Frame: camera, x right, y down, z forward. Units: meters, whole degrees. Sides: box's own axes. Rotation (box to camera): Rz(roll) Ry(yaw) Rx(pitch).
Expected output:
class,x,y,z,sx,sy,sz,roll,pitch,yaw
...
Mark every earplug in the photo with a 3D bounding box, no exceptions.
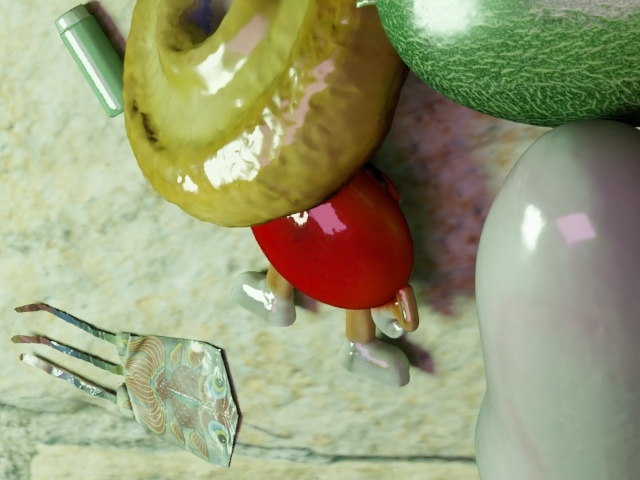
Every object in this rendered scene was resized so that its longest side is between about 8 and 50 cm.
class,x,y,z,sx,sy,sz,roll,pitch,yaw
earplug,0.157,0.041,0.896,0.172,0.172,0.301,22,152,25

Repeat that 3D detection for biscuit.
class,x,y,z,sx,sy,sz,roll,pitch,yaw
biscuit,-0.037,-0.120,1.024,0.274,0.091,0.213,-35,52,39

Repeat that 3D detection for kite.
class,x,y,z,sx,sy,sz,roll,pitch,yaw
kite,-0.164,0.107,1.365,0.229,0.016,0.127,20,125,22

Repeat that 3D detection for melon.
class,x,y,z,sx,sy,sz,roll,pitch,yaw
melon,0.145,-0.147,0.848,0.288,0.182,0.182,-2,116,26

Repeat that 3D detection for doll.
class,x,y,z,sx,sy,sz,roll,pitch,yaw
doll,0.000,0.000,1.129,0.183,0.085,0.217,30,148,23

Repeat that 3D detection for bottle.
class,x,y,z,sx,sy,sz,roll,pitch,yaw
bottle,-0.163,-0.132,1.198,0.030,0.030,0.083,-24,100,43
